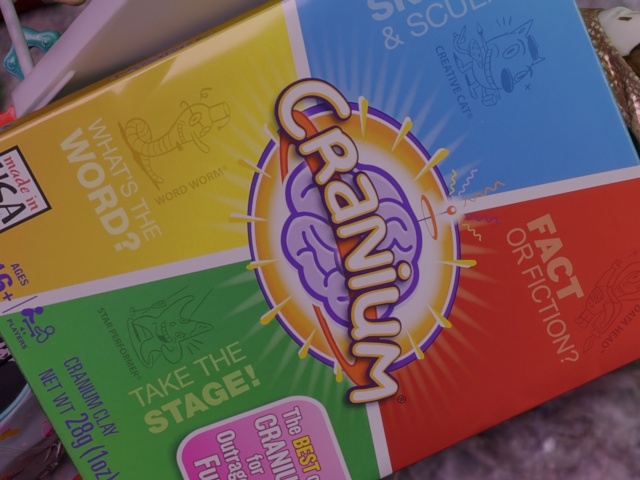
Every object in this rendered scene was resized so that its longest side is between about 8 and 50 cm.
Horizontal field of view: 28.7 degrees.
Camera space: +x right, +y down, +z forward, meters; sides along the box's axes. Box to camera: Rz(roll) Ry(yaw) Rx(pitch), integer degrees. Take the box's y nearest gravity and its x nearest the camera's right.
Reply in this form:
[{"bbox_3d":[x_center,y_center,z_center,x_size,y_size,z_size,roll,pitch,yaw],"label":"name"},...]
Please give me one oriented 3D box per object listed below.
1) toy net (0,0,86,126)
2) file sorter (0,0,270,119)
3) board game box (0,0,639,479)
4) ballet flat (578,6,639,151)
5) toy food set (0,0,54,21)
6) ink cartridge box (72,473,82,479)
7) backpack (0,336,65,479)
[{"bbox_3d":[-0.188,-0.127,0.796,0.122,0.045,0.232,-42,95,16],"label":"toy net"},{"bbox_3d":[-0.032,-0.195,0.685,0.277,0.193,0.173,-40,60,30],"label":"file sorter"},{"bbox_3d":[0.000,0.000,0.628,0.316,0.064,0.242,-26,105,2],"label":"board game box"},{"bbox_3d":[0.185,-0.077,0.654,0.067,0.073,0.206,-55,46,29],"label":"ballet flat"},{"bbox_3d":[-0.243,-0.175,0.849,0.104,0.111,0.232,-4,72,21],"label":"toy food set"},{"bbox_3d":[-0.120,0.251,0.713,0.275,0.060,0.239,-44,66,5],"label":"ink cartridge box"},{"bbox_3d":[-0.206,0.062,0.747,0.188,0.144,0.166,-47,62,25],"label":"backpack"}]
